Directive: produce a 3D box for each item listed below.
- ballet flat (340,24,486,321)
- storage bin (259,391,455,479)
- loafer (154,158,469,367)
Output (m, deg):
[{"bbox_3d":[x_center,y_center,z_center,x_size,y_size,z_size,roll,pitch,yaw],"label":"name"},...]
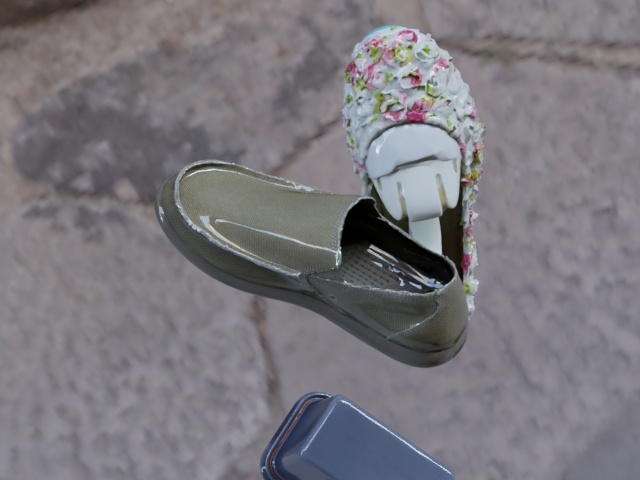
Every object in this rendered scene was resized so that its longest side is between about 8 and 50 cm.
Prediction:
[{"bbox_3d":[0.065,-0.020,1.212,0.091,0.241,0.077,-10,42,3],"label":"ballet flat"},{"bbox_3d":[0.029,0.173,1.431,0.135,0.091,0.098,35,74,-1],"label":"storage bin"},{"bbox_3d":[0.000,0.000,0.835,0.148,0.050,0.056,24,47,5],"label":"loafer"}]
